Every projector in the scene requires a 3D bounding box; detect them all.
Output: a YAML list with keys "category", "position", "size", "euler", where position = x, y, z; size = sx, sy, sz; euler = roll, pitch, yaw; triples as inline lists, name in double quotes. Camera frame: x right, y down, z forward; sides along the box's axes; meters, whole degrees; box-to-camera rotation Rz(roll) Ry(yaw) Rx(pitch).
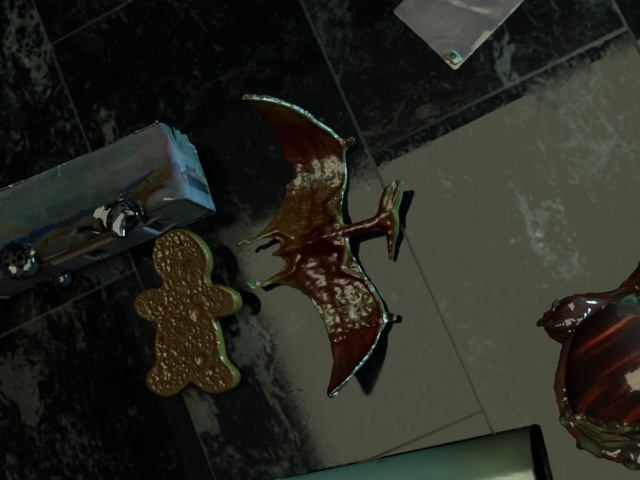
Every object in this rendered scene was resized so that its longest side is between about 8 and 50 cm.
- category: "projector"
  position: [0.084, 0.292, 1.221]
  size: [0.337, 0.108, 0.108]
  euler: [-15, 79, 14]

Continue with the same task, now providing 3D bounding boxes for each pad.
- category: "pad"
  position: [0.189, -0.308, 1.320]
  size: [0.188, 0.006, 0.113]
  euler: [-45, 73, 6]

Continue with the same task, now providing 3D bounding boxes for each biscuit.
- category: "biscuit"
  position: [-0.159, 0.087, 1.339]
  size: [0.138, 0.031, 0.205]
  euler: [-6, 94, 17]

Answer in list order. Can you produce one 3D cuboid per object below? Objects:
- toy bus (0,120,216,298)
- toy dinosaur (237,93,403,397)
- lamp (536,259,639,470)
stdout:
- category: "toy bus"
  position: [-0.297, -0.033, 1.371]
  size: [0.317, 0.112, 0.138]
  euler: [-20, 74, 11]
- category: "toy dinosaur"
  position: [-0.007, 0.008, 1.281]
  size: [0.206, 0.113, 0.327]
  euler: [10, 87, 17]
- category: "lamp"
  position: [0.337, 0.119, 1.149]
  size: [0.215, 0.151, 0.223]
  euler: [-25, 75, 7]
